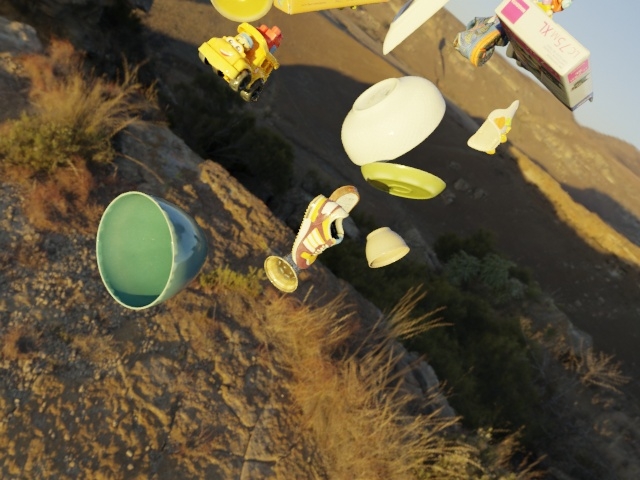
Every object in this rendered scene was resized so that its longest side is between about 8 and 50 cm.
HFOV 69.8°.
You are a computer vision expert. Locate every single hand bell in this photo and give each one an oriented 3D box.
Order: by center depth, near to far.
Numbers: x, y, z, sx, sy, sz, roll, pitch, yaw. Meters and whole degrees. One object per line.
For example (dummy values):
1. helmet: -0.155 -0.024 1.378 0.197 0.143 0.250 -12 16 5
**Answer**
1. hand bell: -0.050 0.045 1.452 0.126 0.126 0.242 45 48 7

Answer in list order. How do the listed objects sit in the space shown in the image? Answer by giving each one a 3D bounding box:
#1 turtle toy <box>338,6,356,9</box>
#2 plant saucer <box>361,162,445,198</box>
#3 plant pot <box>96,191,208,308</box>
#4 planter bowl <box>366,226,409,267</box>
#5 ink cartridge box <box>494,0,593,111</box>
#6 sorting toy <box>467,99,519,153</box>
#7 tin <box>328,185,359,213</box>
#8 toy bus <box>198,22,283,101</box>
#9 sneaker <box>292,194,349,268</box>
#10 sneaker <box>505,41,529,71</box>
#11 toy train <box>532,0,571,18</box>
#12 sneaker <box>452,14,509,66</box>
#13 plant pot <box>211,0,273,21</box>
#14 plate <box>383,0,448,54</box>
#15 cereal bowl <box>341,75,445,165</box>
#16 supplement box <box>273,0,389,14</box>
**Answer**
1. turtle toy: 0.093 -0.910 1.718 0.130 0.066 0.095 -8 10 -12
2. plant saucer: 0.226 -0.160 1.284 0.241 0.037 0.241 15 -5 1
3. plant pot: -0.414 0.023 1.215 0.290 0.290 0.195 52 25 19
4. planter bowl: 0.238 0.018 1.735 0.162 0.162 0.109 3 57 -50
5. ink cartridge box: 0.463 -0.366 0.930 0.311 0.065 0.186 -2 54 -56
6. sorting toy: 0.286 -0.186 0.733 0.045 0.075 0.083 38 -14 6
7. tin: 0.073 -0.135 1.764 0.106 0.190 0.040 10 48 -31
8. toy bus: -0.199 -0.519 1.270 0.149 0.211 0.220 45 9 6
9. sneaker: 0.000 0.000 0.957 0.084 0.185 0.069 33 40 20
10. sneaker: 0.579 -0.488 1.188 0.147 0.104 0.295 35 22 23
11. toy train: 0.525 -0.567 1.040 0.046 0.125 0.166 -9 67 -4
12. sneaker: 0.372 -0.470 1.019 0.087 0.083 0.221 36 56 19
13. plant pot: -0.207 -0.721 1.203 0.254 0.254 0.239 17 58 -38
14. plate: 0.266 -0.581 1.076 0.045 0.277 0.278 44 41 -18
15. cereal bowl: 0.202 -0.394 1.418 0.141 0.339 0.339 51 20 -29
16. supplement box: 0.025 -0.495 0.883 0.233 0.078 0.080 -21 46 -25
